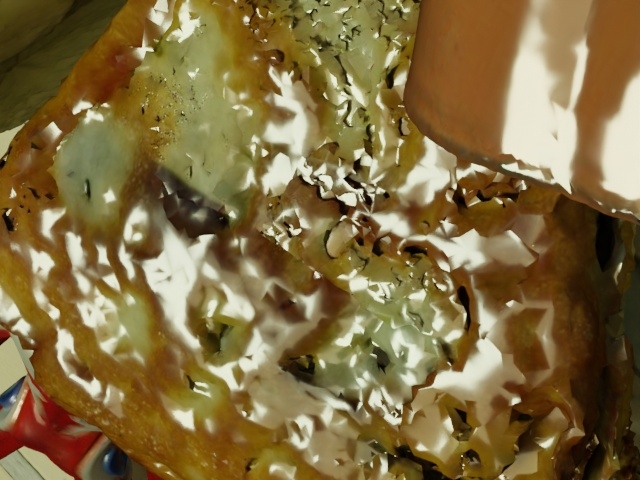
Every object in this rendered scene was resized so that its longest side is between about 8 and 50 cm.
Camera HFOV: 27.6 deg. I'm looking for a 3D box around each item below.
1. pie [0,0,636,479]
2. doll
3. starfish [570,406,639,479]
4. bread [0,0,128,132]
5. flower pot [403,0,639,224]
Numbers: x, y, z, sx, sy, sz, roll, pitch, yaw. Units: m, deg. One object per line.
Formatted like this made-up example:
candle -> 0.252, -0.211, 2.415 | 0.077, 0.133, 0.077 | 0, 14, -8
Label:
pie -> -0.001, 0.000, 0.534 | 0.308, 0.085, 0.308 | 4, 98, 29
doll -> -0.168, 0.104, 0.894 | 0.188, 0.099, 0.384 | 32, 144, 0
starfish -> 0.135, 0.132, 0.564 | 0.240, 0.043, 0.227 | 14, 115, 8
bread -> -0.229, -0.176, 0.639 | 0.279, 0.207, 0.279 | -22, 100, 52
flower pot -> 0.123, -0.109, 0.340 | 0.190, 0.190, 0.173 | 26, 123, 33
